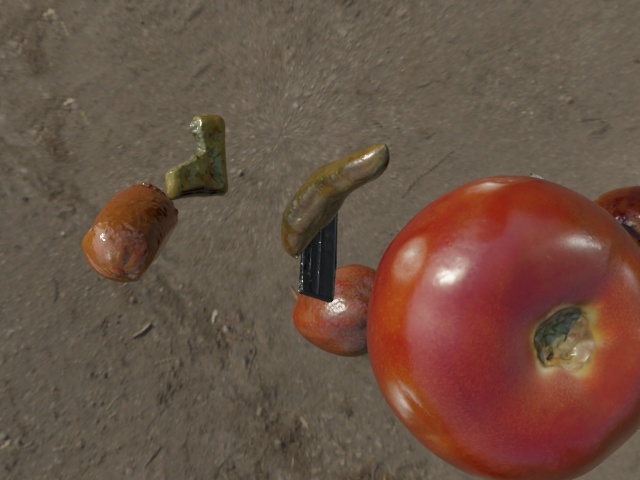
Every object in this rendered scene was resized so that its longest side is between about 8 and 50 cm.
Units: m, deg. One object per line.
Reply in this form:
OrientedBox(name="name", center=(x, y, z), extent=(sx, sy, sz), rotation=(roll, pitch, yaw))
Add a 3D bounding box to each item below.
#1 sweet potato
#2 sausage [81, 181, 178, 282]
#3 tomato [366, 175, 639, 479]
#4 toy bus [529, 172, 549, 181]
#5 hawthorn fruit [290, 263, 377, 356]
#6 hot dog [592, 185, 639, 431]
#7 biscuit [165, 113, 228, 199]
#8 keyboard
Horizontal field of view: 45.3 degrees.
OrientedBox(name="sweet potato", center=(0.010, -0.052, 0.811), extent=(0.053, 0.054, 0.182), rotation=(43, 129, -3))
OrientedBox(name="sausage", center=(-0.385, -0.014, 1.559), extent=(0.141, 0.268, 0.153), rotation=(29, 118, -8))
OrientedBox(name="tomato", center=(0.120, 0.055, 0.487), extent=(0.195, 0.136, 0.195), rotation=(-1, 95, -16))
OrientedBox(name="toy bus", center=(0.442, -0.043, 1.713), extent=(0.152, 0.330, 0.144), rotation=(37, 86, -8))
OrientedBox(name="hawthorn fruit", center=(0.035, 0.155, 1.743), extent=(0.262, 0.210, 0.210), rotation=(7, 99, 32))
OrientedBox(name="hot dog", center=(0.532, 0.086, 1.111), extent=(0.367, 0.196, 0.365), rotation=(10, 57, -2))
OrientedBox(name="biscuit", center=(-0.256, -0.176, 1.601), extent=(0.039, 0.174, 0.183), rotation=(2, 94, 36))
OrientedBox(name="keyboard", center=(0.000, 0.000, 1.522), extent=(0.087, 0.017, 0.250), rotation=(19, 59, -30))
